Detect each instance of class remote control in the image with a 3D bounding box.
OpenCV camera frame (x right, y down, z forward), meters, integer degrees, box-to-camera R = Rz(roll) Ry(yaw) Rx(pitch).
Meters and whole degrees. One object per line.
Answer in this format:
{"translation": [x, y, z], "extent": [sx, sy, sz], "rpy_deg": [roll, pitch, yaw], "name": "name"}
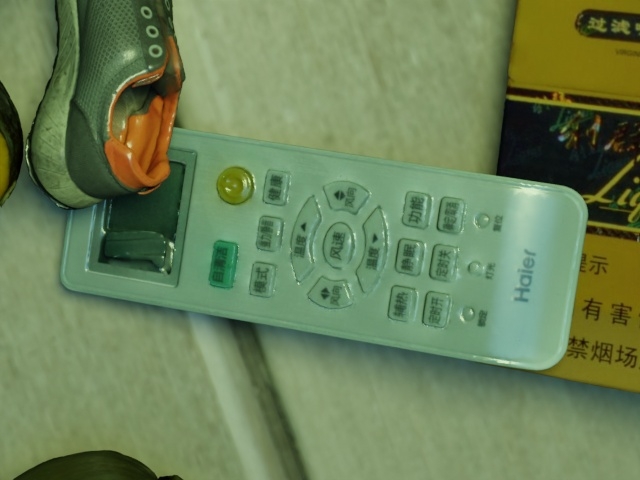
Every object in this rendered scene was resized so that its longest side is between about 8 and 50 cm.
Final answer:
{"translation": [-0.001, 0.000, 0.990], "extent": [0.293, 0.051, 0.103], "rpy_deg": [9, 93, 10], "name": "remote control"}

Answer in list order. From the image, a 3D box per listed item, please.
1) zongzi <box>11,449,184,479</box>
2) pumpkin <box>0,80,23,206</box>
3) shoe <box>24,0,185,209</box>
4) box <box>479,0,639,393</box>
{"translation": [-0.143, 0.339, 1.002], "extent": [0.356, 0.174, 0.393], "rpy_deg": [-38, 109, -6], "name": "zongzi"}
{"translation": [-0.236, -0.053, 0.954], "extent": [0.183, 0.107, 0.119], "rpy_deg": [-29, 113, 27], "name": "pumpkin"}
{"translation": [-0.102, -0.111, 0.958], "extent": [0.074, 0.077, 0.194], "rpy_deg": [20, 77, -51], "name": "shoe"}
{"translation": [0.180, -0.035, 0.995], "extent": [0.152, 0.070, 0.237], "rpy_deg": [10, 100, 24], "name": "box"}
